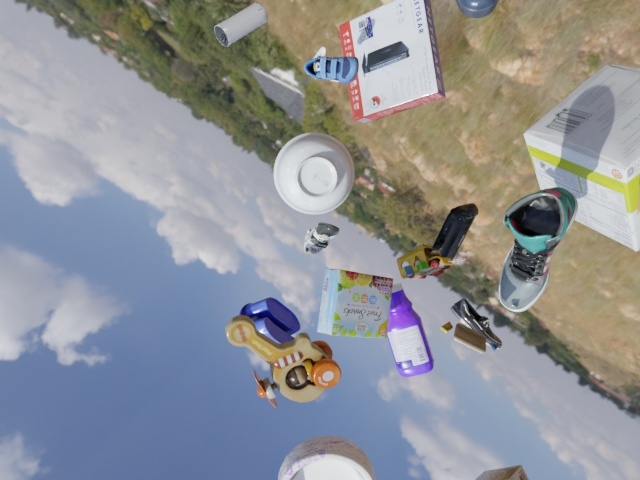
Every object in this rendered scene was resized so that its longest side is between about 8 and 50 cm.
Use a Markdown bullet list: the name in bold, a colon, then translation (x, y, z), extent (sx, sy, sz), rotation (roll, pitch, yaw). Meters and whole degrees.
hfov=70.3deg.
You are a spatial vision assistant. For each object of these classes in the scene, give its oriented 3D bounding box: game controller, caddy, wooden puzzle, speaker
- **game controller**: translation (0.490, 0.001, 1.722), extent (0.067, 0.318, 0.167), rotation (39, -141, 28)
- **caddy**: translation (-0.245, 0.424, 2.154), extent (0.341, 0.179, 0.241), rotation (46, -151, -37)
- **wooden puzzle**: translation (0.307, 0.202, 0.937), extent (0.116, 0.014, 0.079), rotation (28, -157, 21)
- **speaker**: translation (-0.201, -0.547, 1.151), extent (0.055, 0.136, 0.055), rotation (39, 157, 20)

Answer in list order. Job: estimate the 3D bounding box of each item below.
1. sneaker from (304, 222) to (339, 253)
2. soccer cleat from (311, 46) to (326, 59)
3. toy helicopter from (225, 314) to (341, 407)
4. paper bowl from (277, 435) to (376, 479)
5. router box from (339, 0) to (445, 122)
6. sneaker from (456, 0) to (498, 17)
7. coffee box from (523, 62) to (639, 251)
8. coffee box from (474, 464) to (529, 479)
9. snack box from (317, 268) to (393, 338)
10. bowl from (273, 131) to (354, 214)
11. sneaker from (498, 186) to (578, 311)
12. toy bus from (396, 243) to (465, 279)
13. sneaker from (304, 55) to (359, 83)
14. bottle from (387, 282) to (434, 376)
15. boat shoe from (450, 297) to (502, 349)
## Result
- **sneaker**: translation (0.000, 0.000, 2.415), extent (0.123, 0.146, 0.330), rotation (22, 161, -15)
- **soccer cleat**: translation (-0.011, -0.526, 1.327), extent (0.029, 0.083, 0.036), rotation (49, -142, 13)
- **toy helicopter**: translation (-0.130, 0.341, 1.284), extent (0.355, 0.235, 0.140), rotation (40, -176, -19)
- **paper bowl**: translation (0.017, 0.703, 1.312), extent (0.284, 0.284, 0.148), rotation (33, -173, -6)
- **router box**: translation (0.230, -0.594, 1.496), extent (0.302, 0.334, 0.082), rotation (-10, 177, 33)
- **sneaker**: translation (0.331, -0.625, 0.907), extent (0.112, 0.318, 0.131), rotation (5, -175, 12)
- **coffee box**: translation (0.867, -0.244, 1.304), extent (0.334, 0.338, 0.338), rotation (51, 180, -36)
- **coffee box**: translation (0.504, 0.762, 1.328), extent (0.247, 0.141, 0.098), rotation (-5, -115, -45)
- **snack box**: translation (0.099, 0.175, 1.247), extent (0.207, 0.174, 0.070), rotation (13, 172, -36)
- **bowl**: translation (-0.018, -0.226, 1.589), extent (0.298, 0.297, 0.134), rotation (33, -171, -11)
- **sneaker**: translation (0.449, 0.017, 0.973), extent (0.124, 0.295, 0.179), rotation (26, -170, 38)
- **toy bus**: translation (0.364, 0.065, 1.569), extent (0.191, 0.203, 0.104), rotation (96, 159, -70)
- **sneaker**: translation (0.022, -0.358, 0.950), extent (0.059, 0.053, 0.144), rotation (-3, -165, -38)
- **bottle**: translation (0.262, 0.276, 1.420), extent (0.092, 0.118, 0.282), rotation (-2, -106, -74)
- **boat shoe**: translation (0.533, 0.277, 1.518), extent (0.206, 0.065, 0.075), rotation (42, -159, 11)
